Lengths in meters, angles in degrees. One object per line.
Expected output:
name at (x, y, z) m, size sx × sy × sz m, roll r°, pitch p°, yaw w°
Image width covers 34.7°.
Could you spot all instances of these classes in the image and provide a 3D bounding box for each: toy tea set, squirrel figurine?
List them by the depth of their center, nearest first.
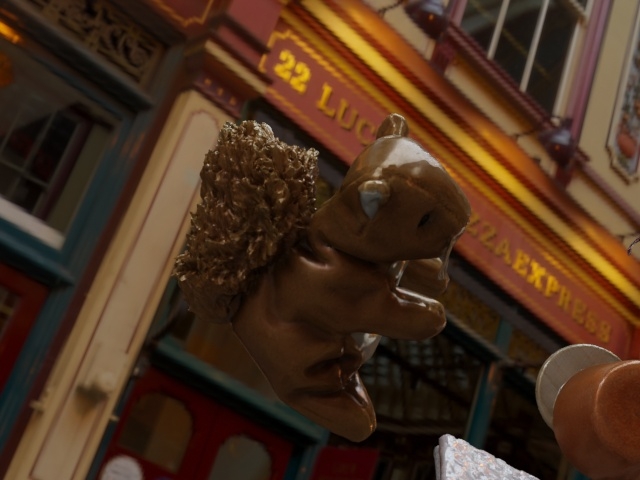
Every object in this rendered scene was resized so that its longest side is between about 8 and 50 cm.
toy tea set at (0.304, 0.085, 0.650) m, size 0.336 × 0.200 × 0.124 m, roll 7°, pitch -18°, yaw 0°
squirrel figurine at (0.000, 0.000, 1.368) m, size 0.397 × 0.281 × 0.370 m, roll 27°, pitch -47°, yaw 1°

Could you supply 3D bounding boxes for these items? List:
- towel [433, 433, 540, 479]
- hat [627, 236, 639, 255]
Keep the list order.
towel at (0.302, 0.445, 1.446) m, size 0.331 × 0.317 × 0.053 m, roll 28°, pitch -65°, yaw -8°
hat at (0.411, -0.036, 0.956) m, size 0.208 × 0.173 × 0.183 m, roll 32°, pitch -68°, yaw -10°
